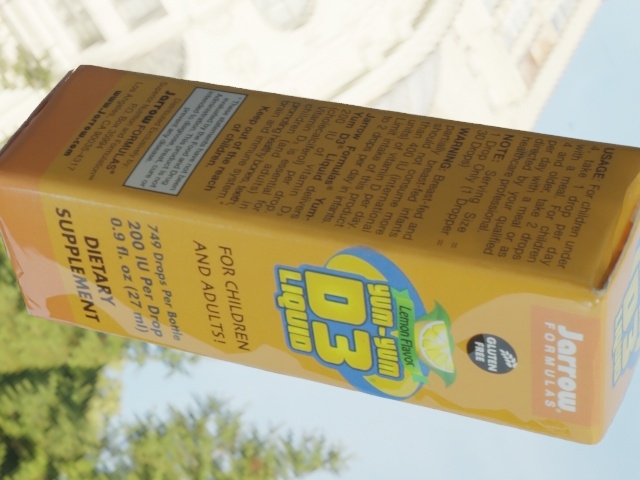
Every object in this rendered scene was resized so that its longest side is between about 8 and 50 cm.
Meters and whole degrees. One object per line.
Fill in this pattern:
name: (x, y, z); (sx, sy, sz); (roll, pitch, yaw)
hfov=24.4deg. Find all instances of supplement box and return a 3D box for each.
supplement box: (0.000, 0.000, 0.536); (0.233, 0.078, 0.080); (9, -137, 20)
